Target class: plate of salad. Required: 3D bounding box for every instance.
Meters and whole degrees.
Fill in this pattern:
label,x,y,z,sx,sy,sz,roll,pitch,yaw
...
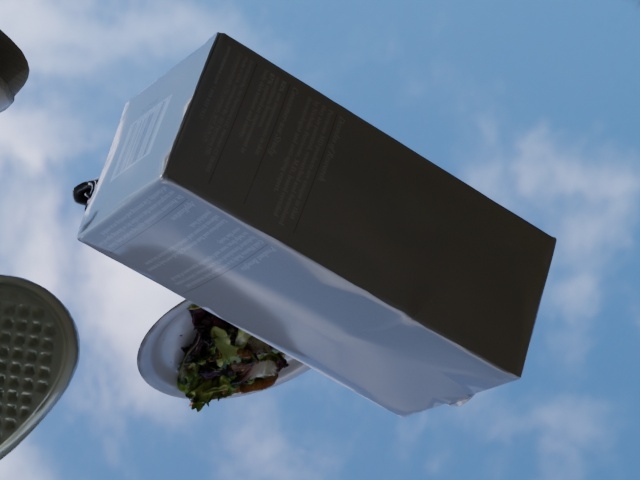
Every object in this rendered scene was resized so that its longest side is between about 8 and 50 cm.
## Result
label,x,y,z,sx,sy,sz,roll,pitch,yaw
plate of salad,-0.064,0.095,1.337,0.199,0.200,0.048,-9,-125,-14

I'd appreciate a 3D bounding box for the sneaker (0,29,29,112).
label,x,y,z,sx,sy,sz,roll,pitch,yaw
sneaker,-0.132,-0.175,0.484,0.129,0.297,0.111,11,-161,-2

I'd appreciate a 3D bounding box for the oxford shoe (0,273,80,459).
label,x,y,z,sx,sy,sz,roll,pitch,yaw
oxford shoe,-0.376,0.162,1.280,0.169,0.449,0.130,57,-159,6

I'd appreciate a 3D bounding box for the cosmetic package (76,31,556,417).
label,x,y,z,sx,sy,sz,roll,pitch,yaw
cosmetic package,0.000,0.000,0.844,0.238,0.127,0.107,29,-119,-23

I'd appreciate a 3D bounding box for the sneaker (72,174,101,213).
label,x,y,z,sx,sy,sz,roll,pitch,yaw
sneaker,-0.211,-0.026,1.571,0.064,0.061,0.158,-15,-155,-29
